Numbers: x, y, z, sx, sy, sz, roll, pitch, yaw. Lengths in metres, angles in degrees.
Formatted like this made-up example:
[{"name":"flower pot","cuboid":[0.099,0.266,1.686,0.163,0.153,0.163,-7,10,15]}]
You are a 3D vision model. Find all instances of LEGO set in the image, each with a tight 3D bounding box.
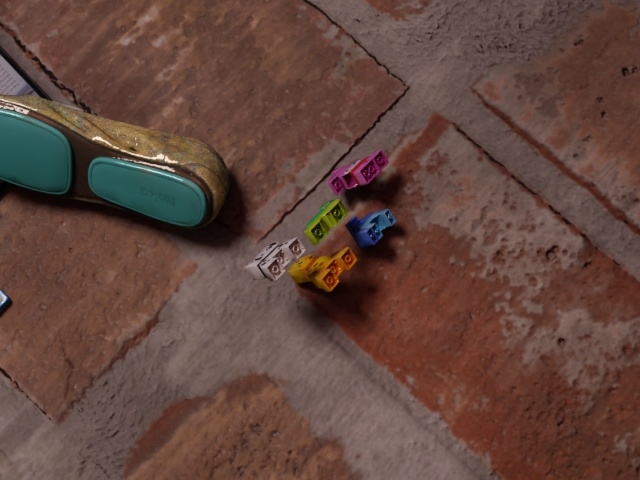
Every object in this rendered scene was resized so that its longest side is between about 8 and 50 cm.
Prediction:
[{"name":"LEGO set","cuboid":[0.000,0.000,1.370,0.227,0.093,0.087,-46,111,-35]}]

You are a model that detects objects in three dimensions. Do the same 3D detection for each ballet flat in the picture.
[{"name":"ballet flat","cuboid":[-0.273,-0.107,1.413,0.349,0.123,0.123,17,76,5]}]

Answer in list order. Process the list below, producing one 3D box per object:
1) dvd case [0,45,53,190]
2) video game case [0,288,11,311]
[{"name":"dvd case","cuboid":[-0.447,-0.170,1.410,0.180,0.022,0.253,-45,118,-9]},{"name":"video game case","cuboid":[-0.474,0.061,1.434,0.166,0.015,0.119,41,82,15]}]
